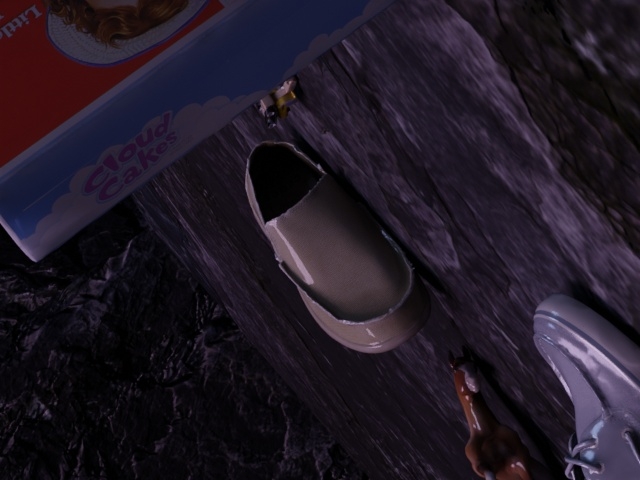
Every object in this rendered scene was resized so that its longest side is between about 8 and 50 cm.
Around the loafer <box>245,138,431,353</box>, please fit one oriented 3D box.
[{"bbox_3d":[0.000,0.000,1.268,0.268,0.102,0.092,46,174,41],"label":"loafer"}]

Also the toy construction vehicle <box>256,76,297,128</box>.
[{"bbox_3d":[-0.050,-0.148,1.203,0.086,0.035,0.098,62,171,19],"label":"toy construction vehicle"}]

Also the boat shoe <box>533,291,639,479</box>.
[{"bbox_3d":[0.196,0.135,0.854,0.227,0.081,0.079,51,170,14],"label":"boat shoe"}]

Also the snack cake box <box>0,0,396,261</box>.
[{"bbox_3d":[-0.102,-0.131,0.772,0.152,0.264,0.089,50,171,24],"label":"snack cake box"}]

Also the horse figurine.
[{"bbox_3d":[0.195,0.235,1.255,0.263,0.066,0.174,51,-176,-23],"label":"horse figurine"}]
